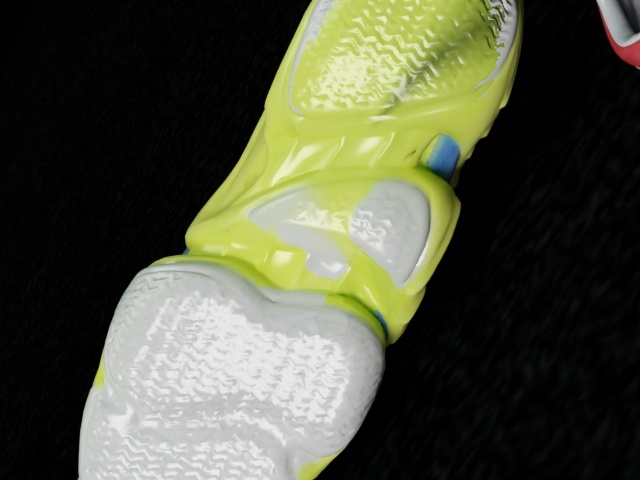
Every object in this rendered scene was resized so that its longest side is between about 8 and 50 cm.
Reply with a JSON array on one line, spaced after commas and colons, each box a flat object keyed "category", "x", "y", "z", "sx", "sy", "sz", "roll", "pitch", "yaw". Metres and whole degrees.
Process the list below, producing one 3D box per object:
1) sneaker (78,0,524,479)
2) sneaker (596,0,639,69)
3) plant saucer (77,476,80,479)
[{"category": "sneaker", "x": 0.000, "y": 0.000, "z": 0.604, "sx": 0.240, "sy": 0.091, "sz": 0.126, "roll": -57, "pitch": -1, "yaw": 11}, {"category": "sneaker", "x": 0.109, "y": -0.081, "z": 0.419, "sx": 0.042, "sy": 0.067, "sz": 0.118, "roll": -28, "pitch": 36, "yaw": 59}, {"category": "plant saucer", "x": -0.081, "y": 0.110, "z": 0.719, "sx": 0.119, "sy": 0.021, "sz": 0.119, "roll": -51, "pitch": 20, "yaw": 27}]
